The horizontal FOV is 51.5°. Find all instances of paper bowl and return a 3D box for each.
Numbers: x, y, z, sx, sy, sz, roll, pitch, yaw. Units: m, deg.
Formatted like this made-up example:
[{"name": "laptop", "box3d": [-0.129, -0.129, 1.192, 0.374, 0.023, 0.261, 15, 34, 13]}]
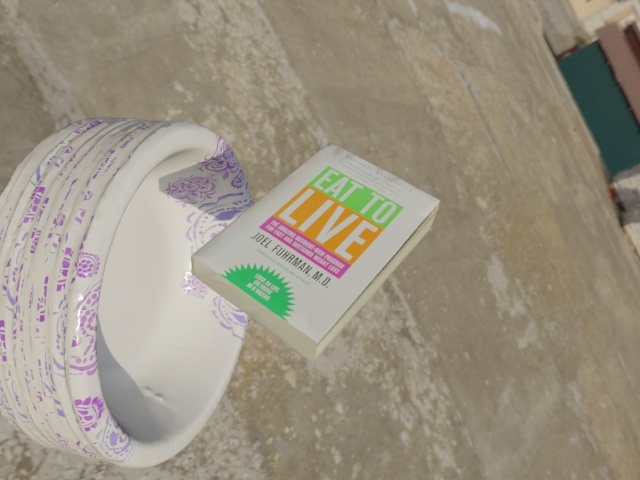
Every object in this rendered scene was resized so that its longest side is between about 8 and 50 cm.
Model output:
[{"name": "paper bowl", "box3d": [-0.175, 0.037, 0.572, 0.284, 0.148, 0.285, 7, 90, -74]}]

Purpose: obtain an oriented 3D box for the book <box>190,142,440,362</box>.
[{"name": "book", "box3d": [0.000, 0.000, 0.434, 0.096, 0.035, 0.144, 33, 52, 16]}]
